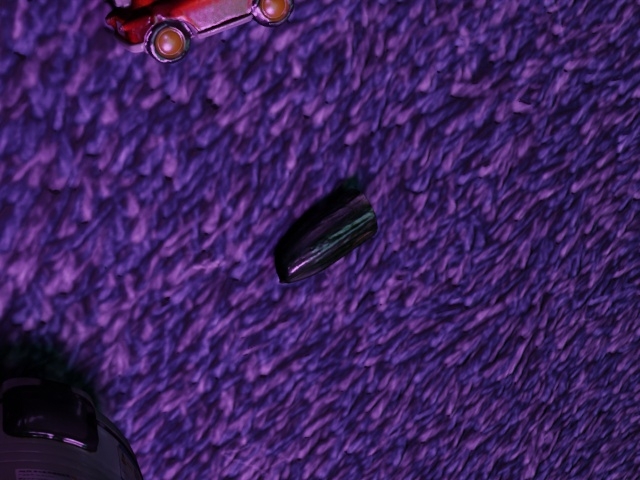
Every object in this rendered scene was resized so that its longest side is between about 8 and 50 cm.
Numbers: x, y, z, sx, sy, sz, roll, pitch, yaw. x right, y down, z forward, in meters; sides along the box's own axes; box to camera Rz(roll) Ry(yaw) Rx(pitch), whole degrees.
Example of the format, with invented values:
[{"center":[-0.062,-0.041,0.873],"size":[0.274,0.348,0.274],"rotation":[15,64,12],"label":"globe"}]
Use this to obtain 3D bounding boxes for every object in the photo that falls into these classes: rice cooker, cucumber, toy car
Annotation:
[{"center":[-0.234,0.234,1.041],"size":[0.226,0.244,0.226],"rotation":[-3,112,-9],"label":"rice cooker"},{"center":[0.000,0.000,1.224],"size":[0.105,0.048,0.048],"rotation":[-36,135,-11],"label":"cucumber"},{"center":[-0.093,-0.200,0.982],"size":[0.139,0.112,0.112],"rotation":[-25,116,-14],"label":"toy car"}]
